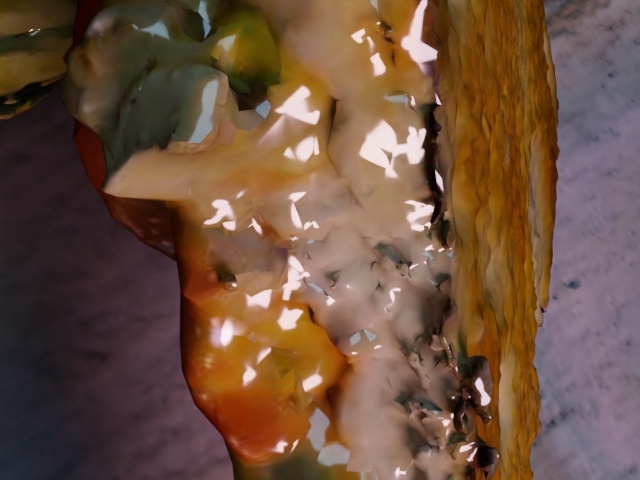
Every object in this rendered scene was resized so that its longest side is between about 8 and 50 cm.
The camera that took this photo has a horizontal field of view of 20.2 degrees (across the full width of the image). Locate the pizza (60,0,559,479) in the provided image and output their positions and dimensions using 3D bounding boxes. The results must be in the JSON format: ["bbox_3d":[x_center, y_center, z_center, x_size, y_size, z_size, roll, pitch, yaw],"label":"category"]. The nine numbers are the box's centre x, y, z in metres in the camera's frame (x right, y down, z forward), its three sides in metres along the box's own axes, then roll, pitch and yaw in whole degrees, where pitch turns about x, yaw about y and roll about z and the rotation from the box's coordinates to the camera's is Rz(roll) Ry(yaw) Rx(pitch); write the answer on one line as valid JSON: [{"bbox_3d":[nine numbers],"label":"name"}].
[{"bbox_3d":[0.000,0.000,0.536,0.130,0.440,0.406,-2,79,12],"label":"pizza"}]

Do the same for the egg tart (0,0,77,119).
[{"bbox_3d":[-0.174,-0.182,0.625,0.345,0.132,0.345,10,66,-23],"label":"egg tart"}]
